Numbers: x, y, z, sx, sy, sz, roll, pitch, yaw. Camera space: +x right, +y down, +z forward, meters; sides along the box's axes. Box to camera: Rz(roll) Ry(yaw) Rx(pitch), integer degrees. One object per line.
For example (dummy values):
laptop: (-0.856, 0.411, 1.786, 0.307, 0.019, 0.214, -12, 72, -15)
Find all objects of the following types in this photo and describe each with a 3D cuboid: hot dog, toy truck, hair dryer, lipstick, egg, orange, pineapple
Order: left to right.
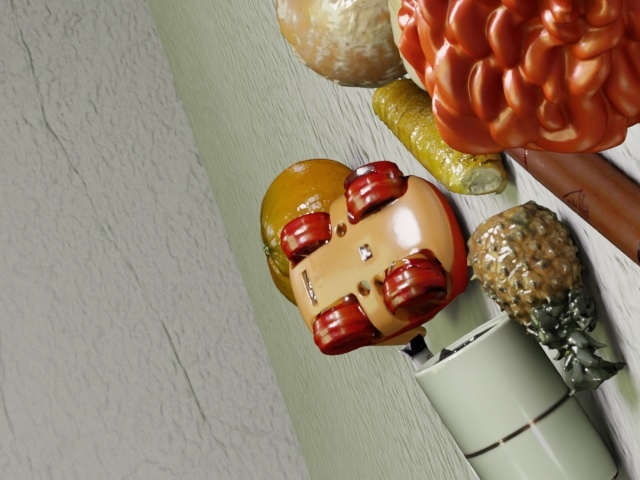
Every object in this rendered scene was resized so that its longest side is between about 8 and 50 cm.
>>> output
orange: (0.000, 0.000, 2.280, 0.240, 0.171, 0.240, 163, 90, -78)
egg: (0.045, -0.260, 1.683, 0.233, 0.195, 0.195, -103, 1, -74)
toy truck: (0.093, 0.033, 1.944, 0.265, 0.239, 0.189, -34, 66, 34)
hot dog: (0.131, -0.124, 1.752, 0.289, 0.083, 0.068, -126, 42, -59)
hair dryer: (0.202, 0.184, 1.694, 0.203, 0.128, 0.362, 56, -179, 1)
pineapple: (0.221, 0.061, 1.508, 0.108, 0.108, 0.197, 100, 147, -64)
lipstick: (0.231, -0.060, 1.404, 0.356, 0.057, 0.057, -126, 23, -60)

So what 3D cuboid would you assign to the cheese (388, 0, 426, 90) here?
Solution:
cheese: (0.131, -0.233, 1.503, 0.218, 0.117, 0.235, 88, 166, -53)

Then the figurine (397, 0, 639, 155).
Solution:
figurine: (0.166, -0.268, 1.098, 0.306, 0.241, 0.411, 170, 95, -70)

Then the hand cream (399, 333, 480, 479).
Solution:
hand cream: (0.186, 0.262, 1.811, 0.336, 0.076, 0.121, 62, -170, 5)
